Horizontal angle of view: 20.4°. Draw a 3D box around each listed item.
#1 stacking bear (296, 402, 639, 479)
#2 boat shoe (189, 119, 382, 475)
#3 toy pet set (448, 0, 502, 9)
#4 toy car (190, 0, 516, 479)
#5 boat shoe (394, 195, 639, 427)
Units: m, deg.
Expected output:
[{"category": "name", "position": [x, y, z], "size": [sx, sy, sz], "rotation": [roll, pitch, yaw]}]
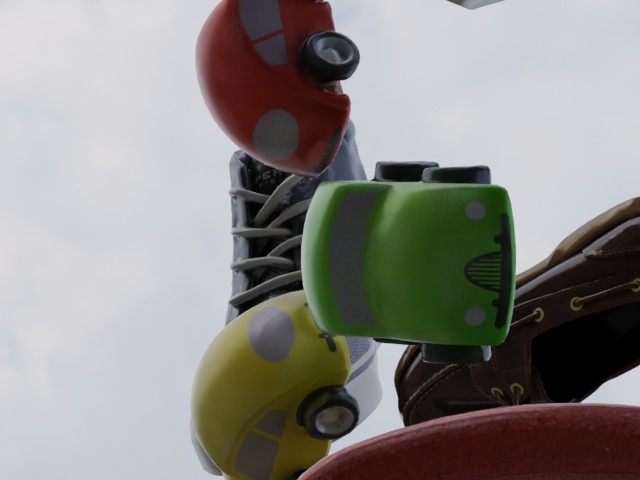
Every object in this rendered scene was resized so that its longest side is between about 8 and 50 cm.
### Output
[{"category": "stacking bear", "position": [0.083, 0.132, 0.542], "size": [0.164, 0.175, 0.289], "rotation": [-16, -6, 0]}, {"category": "boat shoe", "position": [-0.027, 0.022, 1.167], "size": [0.127, 0.340, 0.158], "rotation": [-16, -77, 14]}, {"category": "toy pet set", "position": [0.054, -0.168, 0.909], "size": [0.114, 0.065, 0.122], "rotation": [18, -8, -22]}, {"category": "toy car", "position": [0.000, 0.000, 0.619], "size": [0.053, 0.239, 0.225], "rotation": [0, 3, -19]}, {"category": "boat shoe", "position": [0.117, 0.056, 0.936], "size": [0.073, 0.073, 0.207], "rotation": [27, -50, -30]}]
